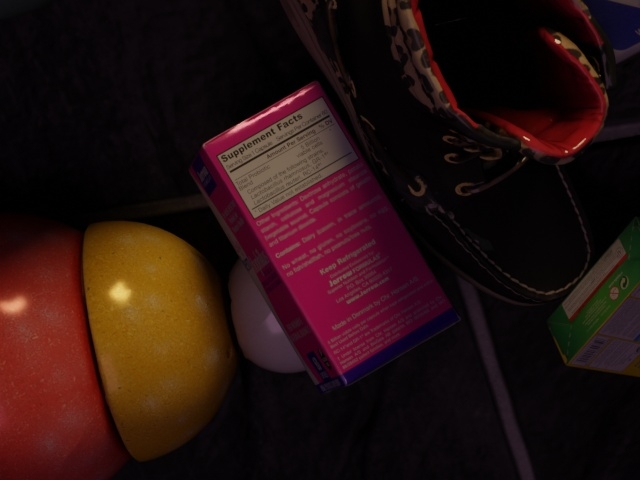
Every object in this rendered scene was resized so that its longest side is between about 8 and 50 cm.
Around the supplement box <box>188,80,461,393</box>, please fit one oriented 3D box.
[{"bbox_3d":[0.000,0.000,1.400,0.114,0.111,0.220,-29,87,-13],"label":"supplement box"}]

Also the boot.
[{"bbox_3d":[0.120,-0.090,1.271,0.138,0.284,0.377,-35,106,-9],"label":"boot"}]

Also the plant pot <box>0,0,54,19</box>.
[{"bbox_3d":[-0.255,-0.293,1.281,0.293,0.235,0.293,7,123,11],"label":"plant pot"}]

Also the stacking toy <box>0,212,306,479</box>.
[{"bbox_3d":[-0.194,0.097,1.507,0.480,0.350,0.350,-11,119,5],"label":"stacking toy"}]

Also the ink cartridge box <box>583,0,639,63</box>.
[{"bbox_3d":[0.239,-0.309,1.141,0.303,0.072,0.307,-27,107,33],"label":"ink cartridge box"}]

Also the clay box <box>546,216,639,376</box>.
[{"bbox_3d":[0.307,0.056,1.408,0.222,0.053,0.127,10,132,-33],"label":"clay box"}]
